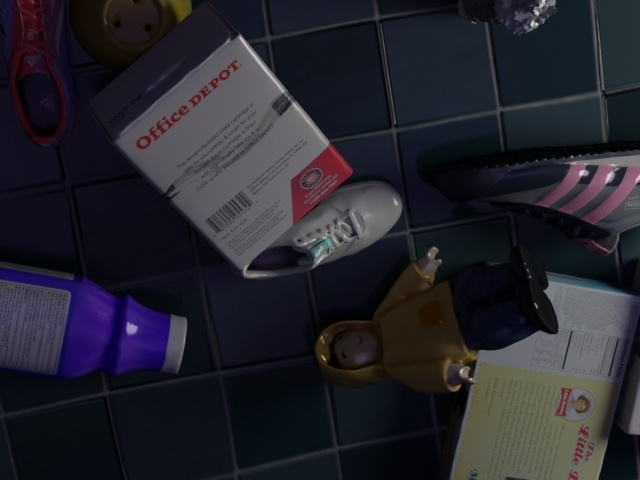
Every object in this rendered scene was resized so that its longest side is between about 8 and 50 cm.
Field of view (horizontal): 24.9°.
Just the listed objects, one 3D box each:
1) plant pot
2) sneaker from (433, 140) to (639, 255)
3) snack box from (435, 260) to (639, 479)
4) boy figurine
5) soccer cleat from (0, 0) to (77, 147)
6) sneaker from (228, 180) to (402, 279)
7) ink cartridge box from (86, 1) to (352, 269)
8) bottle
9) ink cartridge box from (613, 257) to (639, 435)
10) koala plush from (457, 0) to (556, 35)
[{"bbox_3d":[-0.201,-0.241,1.542,0.134,0.095,0.134,-2,103,-8],"label":"plant pot"},{"bbox_3d":[0.288,-0.042,1.660,0.319,0.112,0.131,-3,101,-7],"label":"sneaker"},{"bbox_3d":[0.257,0.198,1.737,0.187,0.060,0.322,10,101,-10],"label":"snack box"},{"bbox_3d":[0.123,0.092,1.649,0.285,0.177,0.092,-19,150,22],"label":"boy figurine"},{"bbox_3d":[-0.306,-0.219,1.531,0.083,0.095,0.248,-10,105,-7],"label":"soccer cleat"},{"bbox_3d":[0.000,0.000,1.632,0.212,0.094,0.080,-24,104,-3],"label":"sneaker"},{"bbox_3d":[-0.105,-0.109,1.543,0.172,0.100,0.237,-41,131,2],"label":"ink cartridge box"},{"bbox_3d":[-0.292,0.094,1.607,0.282,0.092,0.118,10,102,-11],"label":"bottle"},{"bbox_3d":[0.441,0.133,1.739,0.148,0.086,0.203,9,101,-12],"label":"ink cartridge box"},{"bbox_3d":[0.211,-0.331,1.545,0.203,0.196,0.221,10,97,-21],"label":"koala plush"}]
